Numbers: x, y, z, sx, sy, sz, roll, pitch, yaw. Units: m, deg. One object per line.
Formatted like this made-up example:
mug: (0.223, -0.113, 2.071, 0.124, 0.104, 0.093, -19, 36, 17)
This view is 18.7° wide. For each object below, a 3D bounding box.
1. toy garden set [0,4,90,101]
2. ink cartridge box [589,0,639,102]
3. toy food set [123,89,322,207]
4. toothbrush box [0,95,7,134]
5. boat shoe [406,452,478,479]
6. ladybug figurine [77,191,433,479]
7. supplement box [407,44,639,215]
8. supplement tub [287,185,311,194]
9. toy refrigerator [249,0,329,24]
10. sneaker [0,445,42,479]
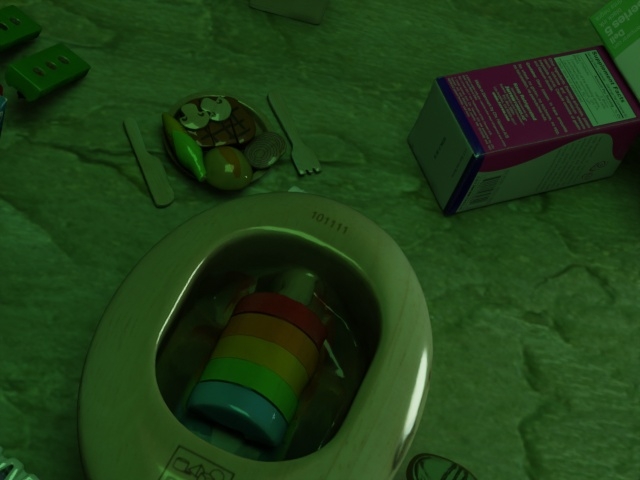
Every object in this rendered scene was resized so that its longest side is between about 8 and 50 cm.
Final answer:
toy garden set: (-0.386, -0.211, 1.989, 0.244, 0.049, 0.204, 38, 28, 7)
ink cartridge box: (0.439, -0.150, 2.133, 0.198, 0.115, 0.273, 17, 41, -55)
toy food set: (-0.102, -0.109, 2.043, 0.192, 0.038, 0.132, -14, 62, -25)
toothbrush box: (-0.468, -0.054, 1.842, 0.216, 0.126, 0.295, 29, 55, 4)
boat shoe: (0.145, 0.259, 1.864, 0.152, 0.049, 0.056, 35, 73, 3)
ladybug figurine: (-0.066, 0.148, 1.795, 0.305, 0.162, 0.449, 27, 50, 5)
supplement box: (0.224, -0.121, 2.105, 0.220, 0.111, 0.114, -12, 60, -24)
supplement tub: (0.000, 0.000, 1.981, 0.107, 0.071, 0.071, 33, 54, 5)
toy refrigerator: (-0.016, -0.387, 2.219, 0.094, 0.102, 0.269, 14, 55, -8)
sneaker: (-0.349, 0.201, 1.731, 0.236, 0.095, 0.104, 40, 63, 10)
